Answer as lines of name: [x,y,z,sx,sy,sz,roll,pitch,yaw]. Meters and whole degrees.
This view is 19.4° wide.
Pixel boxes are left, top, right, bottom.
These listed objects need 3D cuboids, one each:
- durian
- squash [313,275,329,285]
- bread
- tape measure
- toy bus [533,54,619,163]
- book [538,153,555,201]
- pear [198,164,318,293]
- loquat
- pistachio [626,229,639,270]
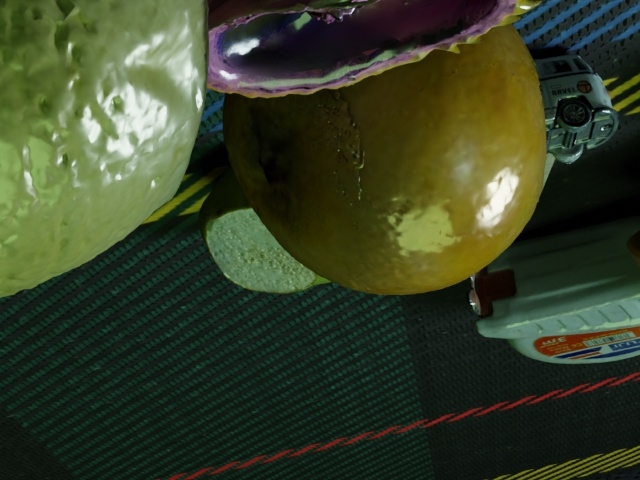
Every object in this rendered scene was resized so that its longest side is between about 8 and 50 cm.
durian: [0.024,-0.197,1.273,0.260,0.186,0.154,-1,173,10]
squash: [0.000,0.000,1.865,0.188,0.095,0.095,-8,160,11]
bread: [-0.216,-0.119,1.136,0.237,0.320,0.320,-13,162,-28]
tape measure: [0.318,0.055,2.177,0.243,0.125,0.246,-13,158,21]
toy bus: [0.168,-0.113,1.694,0.194,0.089,0.087,-11,158,-2]
book: [0.117,-0.061,1.905,0.242,0.018,0.170,-8,159,-6]
pear: [-0.041,-0.026,1.779,0.141,0.104,0.141,10,137,10]
loquat: [0.053,-0.086,1.459,0.263,0.263,0.263,-11,159,-4]
pistachio: [0.471,0.000,2.008,0.309,0.230,0.230,10,151,-36]
